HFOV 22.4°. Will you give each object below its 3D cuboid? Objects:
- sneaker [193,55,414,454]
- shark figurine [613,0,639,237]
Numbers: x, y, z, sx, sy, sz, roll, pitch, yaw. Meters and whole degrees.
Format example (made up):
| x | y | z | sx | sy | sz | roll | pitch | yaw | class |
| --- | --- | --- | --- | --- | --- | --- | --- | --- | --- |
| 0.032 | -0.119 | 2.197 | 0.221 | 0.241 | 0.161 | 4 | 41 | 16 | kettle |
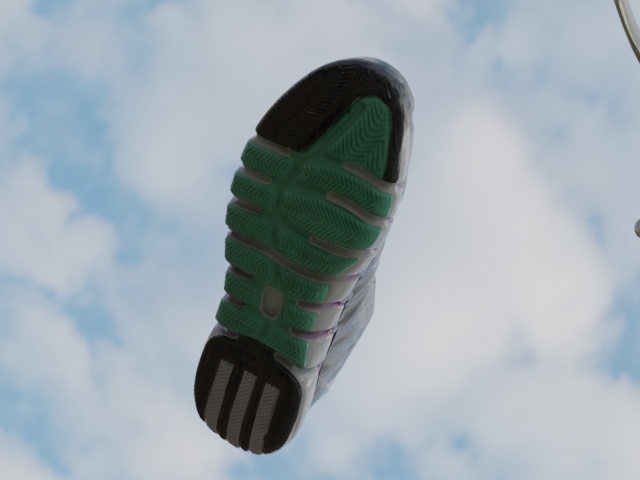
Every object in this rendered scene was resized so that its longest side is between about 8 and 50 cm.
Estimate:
| x | y | z | sx | sy | sz | roll | pitch | yaw | class |
| --- | --- | --- | --- | --- | --- | --- | --- | --- | --- |
| 0.000 | 0.000 | 0.832 | 0.083 | 0.098 | 0.223 | 30 | -63 | 16 | sneaker |
| 0.166 | 0.001 | 0.544 | 0.116 | 0.278 | 0.166 | -13 | -52 | 17 | shark figurine |
